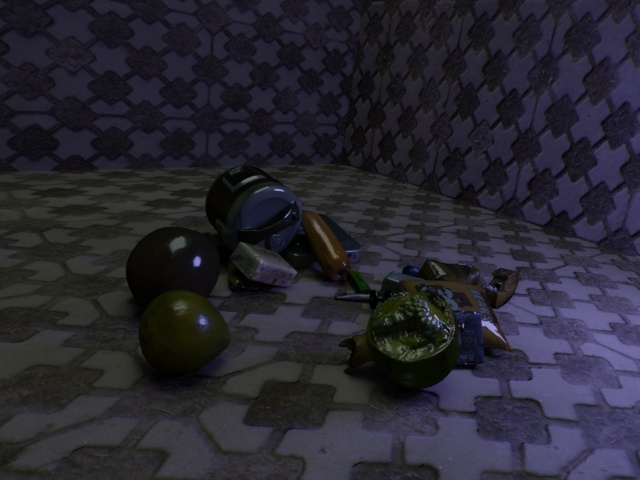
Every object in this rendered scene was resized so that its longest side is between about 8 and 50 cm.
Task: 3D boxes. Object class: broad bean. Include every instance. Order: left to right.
[{"bbox_3d":[-0.300,0.118,1.840,0.075,0.067,0.325,-19,23,1],"label":"broad bean"}]

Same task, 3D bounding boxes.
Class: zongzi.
[{"bbox_3d":[0.522,0.193,1.876,0.260,0.123,0.289,6,33,-25],"label":"zongzi"}]

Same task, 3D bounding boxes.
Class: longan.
[{"bbox_3d":[-0.449,0.084,1.569,0.288,0.288,0.350,8,7,1],"label":"longan"}]

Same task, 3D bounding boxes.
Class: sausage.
[{"bbox_3d":[0.004,-0.003,2.003,0.134,0.116,0.354,23,31,-53],"label":"sausage"}]

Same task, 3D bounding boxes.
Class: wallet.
[{"bbox_3d":[-0.389,0.009,2.129,0.275,0.068,0.335,27,20,37],"label":"wallet"}]

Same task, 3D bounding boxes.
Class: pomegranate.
[{"bbox_3d":[0.213,0.268,1.344,0.341,0.260,0.260,-18,13,15],"label":"pomegranate"}]

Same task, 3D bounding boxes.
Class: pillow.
[{"bbox_3d":[0.426,0.233,1.632,0.312,0.119,0.310,6,31,-8],"label":"pillow"}]

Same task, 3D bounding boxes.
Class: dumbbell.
[{"bbox_3d":[0.210,0.205,1.754,0.147,0.069,0.069,2,19,-15],"label":"dumbbell"}]

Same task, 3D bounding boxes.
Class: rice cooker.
[{"bbox_3d":[-0.262,-0.110,1.978,0.335,0.335,0.325,-6,30,-35],"label":"rice cooker"}]

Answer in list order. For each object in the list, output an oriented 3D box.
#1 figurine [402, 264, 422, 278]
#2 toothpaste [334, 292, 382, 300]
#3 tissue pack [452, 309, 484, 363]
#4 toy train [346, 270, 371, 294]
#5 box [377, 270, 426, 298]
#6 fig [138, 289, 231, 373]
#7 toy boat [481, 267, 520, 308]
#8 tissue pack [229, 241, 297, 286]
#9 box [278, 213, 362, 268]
[{"bbox_3d":[0.397,0.138,2.037,0.149,0.086,0.087,6,55,-42],"label":"figurine"},{"bbox_3d":[0.135,0.202,1.802,0.170,0.028,0.045,3,12,-1],"label":"toothpaste"},{"bbox_3d":[0.418,0.283,1.481,0.112,0.156,0.051,3,-15,-11],"label":"tissue pack"},{"bbox_3d":[0.141,0.155,1.920,0.044,0.042,0.209,3,19,-14],"label":"toy train"},{"bbox_3d":[0.301,0.177,1.834,0.172,0.092,0.124,15,19,20],"label":"box"},{"bbox_3d":[-0.345,0.230,1.277,0.207,0.207,0.230,15,-4,21],"label":"fig"},{"bbox_3d":[0.714,0.167,1.985,0.089,0.121,0.321,14,19,35],"label":"toy boat"},{"bbox_3d":[-0.203,0.087,1.799,0.148,0.092,0.196,38,13,37],"label":"tissue pack"},{"bbox_3d":[-0.049,-0.012,2.208,0.367,0.090,0.373,-6,30,-31],"label":"box"}]
